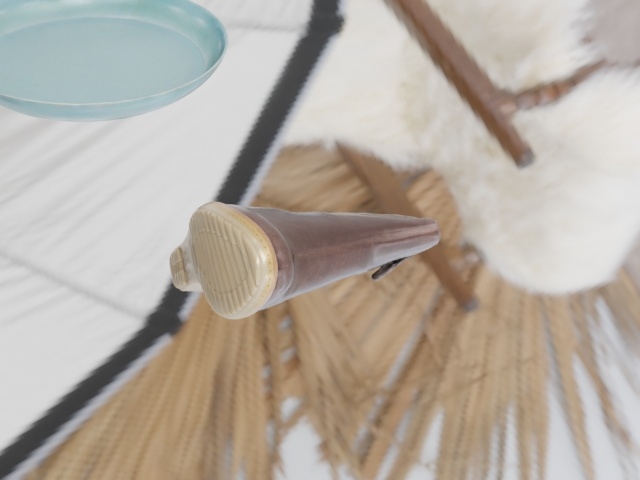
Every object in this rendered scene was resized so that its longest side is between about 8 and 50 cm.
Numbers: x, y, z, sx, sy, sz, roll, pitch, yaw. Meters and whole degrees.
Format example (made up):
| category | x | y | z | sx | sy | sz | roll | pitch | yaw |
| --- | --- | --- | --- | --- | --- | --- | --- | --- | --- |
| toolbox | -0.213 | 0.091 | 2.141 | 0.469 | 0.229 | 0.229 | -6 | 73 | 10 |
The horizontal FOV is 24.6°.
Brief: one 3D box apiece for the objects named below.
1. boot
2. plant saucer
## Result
| category | x | y | z | sx | sy | sz | roll | pitch | yaw |
| --- | --- | --- | --- | --- | --- | --- | --- | --- | --- |
| boot | 0.000 | 0.000 | 1.168 | 0.248 | 0.207 | 0.090 | 176 | 84 | -73 |
| plant saucer | -0.264 | -0.212 | 1.679 | 0.317 | 0.318 | 0.043 | 43 | 141 | 46 |
